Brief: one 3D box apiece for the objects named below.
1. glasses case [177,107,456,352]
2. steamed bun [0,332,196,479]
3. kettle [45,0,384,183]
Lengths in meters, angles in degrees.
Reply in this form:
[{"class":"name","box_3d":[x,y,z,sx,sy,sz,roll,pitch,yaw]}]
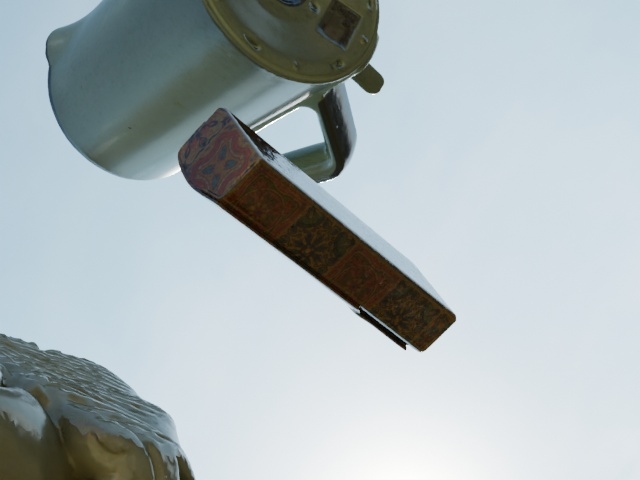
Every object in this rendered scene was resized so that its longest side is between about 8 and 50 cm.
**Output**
[{"class":"glasses case","box_3d":[0.000,0.000,0.928,0.049,0.075,0.218,-45,-50,8]},{"class":"steamed bun","box_3d":[-0.279,0.197,1.034,0.342,0.367,0.255,21,-89,-14]},{"class":"kettle","box_3d":[-0.103,-0.201,1.648,0.361,0.376,0.250,36,-127,-22]}]
